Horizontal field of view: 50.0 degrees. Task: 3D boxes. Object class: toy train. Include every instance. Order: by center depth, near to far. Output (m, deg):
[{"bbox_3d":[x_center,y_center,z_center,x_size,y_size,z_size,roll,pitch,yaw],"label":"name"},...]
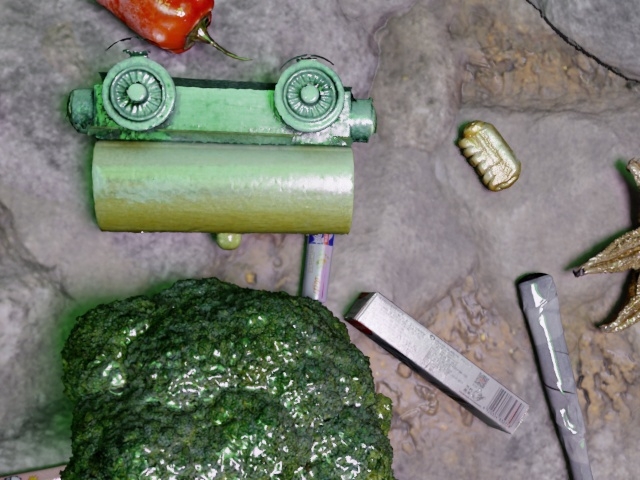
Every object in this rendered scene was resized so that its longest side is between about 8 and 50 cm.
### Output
[{"bbox_3d":[-0.095,-0.088,0.679,0.308,0.126,0.189,1,83,-6],"label":"toy train"}]

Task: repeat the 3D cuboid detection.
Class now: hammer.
[{"bbox_3d":[0.287,0.248,0.784,0.152,0.044,0.426,-14,88,-13],"label":"hammer"}]

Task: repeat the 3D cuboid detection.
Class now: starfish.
[{"bbox_3d":[0.406,0.020,0.825,0.227,0.043,0.240,-33,96,-10],"label":"starfish"}]

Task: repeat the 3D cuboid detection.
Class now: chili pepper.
[{"bbox_3d":[-0.152,-0.240,0.713,0.192,0.084,0.086,34,96,-2],"label":"chili pepper"}]

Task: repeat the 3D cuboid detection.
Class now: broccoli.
[{"bbox_3d":[-0.081,0.178,0.619,0.321,0.304,0.283,14,113,-8],"label":"broccoli"}]

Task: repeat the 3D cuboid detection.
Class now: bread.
[{"bbox_3d":[0.195,-0.099,0.797,0.049,0.033,0.088,-38,90,2],"label":"bread"}]

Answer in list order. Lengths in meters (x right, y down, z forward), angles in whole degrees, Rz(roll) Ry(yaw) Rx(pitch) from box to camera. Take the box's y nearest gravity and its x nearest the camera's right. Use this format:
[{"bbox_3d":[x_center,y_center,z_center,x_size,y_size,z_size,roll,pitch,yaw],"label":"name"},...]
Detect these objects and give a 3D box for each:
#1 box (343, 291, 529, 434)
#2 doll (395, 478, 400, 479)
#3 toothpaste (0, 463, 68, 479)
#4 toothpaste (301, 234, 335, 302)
[{"bbox_3d":[0.127,0.133,0.752,0.218,0.055,0.039,37,78,-6],"label":"box"},{"bbox_3d":[0.021,0.366,0.659,0.261,0.161,0.177,-38,92,-10],"label":"doll"},{"bbox_3d":[-0.314,0.257,0.663,0.195,0.043,0.067,-3,83,-17],"label":"toothpaste"},{"bbox_3d":[0.000,0.000,0.752,0.045,0.028,0.169,8,82,-4],"label":"toothpaste"}]
